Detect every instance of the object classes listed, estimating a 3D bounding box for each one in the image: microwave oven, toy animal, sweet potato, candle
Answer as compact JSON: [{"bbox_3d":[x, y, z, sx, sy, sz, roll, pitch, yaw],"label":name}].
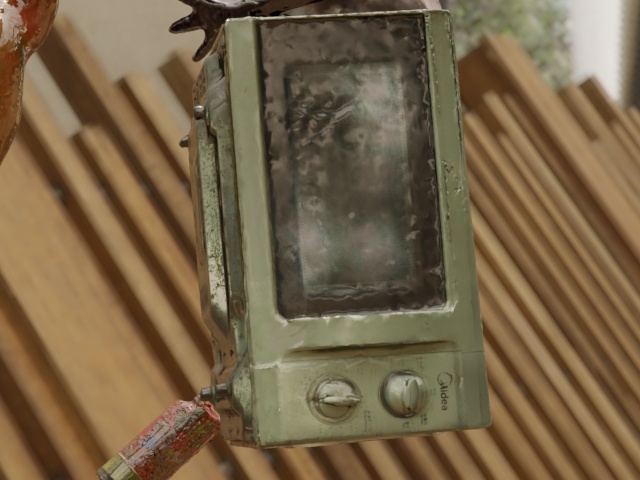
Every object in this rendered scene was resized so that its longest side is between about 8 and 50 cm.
[{"bbox_3d":[0.000,0.000,0.914,0.129,0.205,0.163,-4,-6,-11],"label":"microwave oven"},{"bbox_3d":[-0.009,-0.191,1.381,0.195,0.090,0.324,2,18,0],"label":"toy animal"},{"bbox_3d":[-0.226,-0.119,1.266,0.058,0.055,0.202,157,130,-72],"label":"sweet potato"},{"bbox_3d":[-0.138,0.184,1.625,0.130,0.052,0.052,-41,-13,-8],"label":"candle"}]
